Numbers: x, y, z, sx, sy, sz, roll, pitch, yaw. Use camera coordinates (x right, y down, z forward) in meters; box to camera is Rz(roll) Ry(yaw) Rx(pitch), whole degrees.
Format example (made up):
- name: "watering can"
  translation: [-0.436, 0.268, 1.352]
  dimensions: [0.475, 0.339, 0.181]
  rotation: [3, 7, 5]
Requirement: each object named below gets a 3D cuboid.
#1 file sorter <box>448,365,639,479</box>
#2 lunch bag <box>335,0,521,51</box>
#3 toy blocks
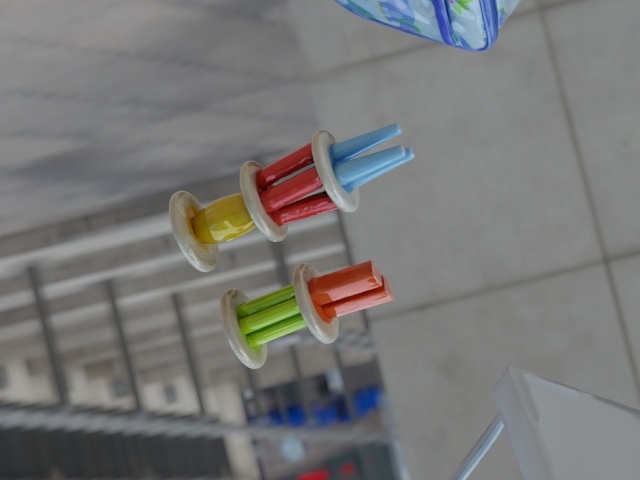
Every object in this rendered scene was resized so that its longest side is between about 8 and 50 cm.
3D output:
- name: "file sorter"
  translation: [0.160, 0.235, 0.966]
  dimensions: [0.193, 0.277, 0.173]
  rotation: [20, 120, -25]
- name: "lunch bag"
  translation: [0.067, -0.246, 1.437]
  dimensions: [0.176, 0.090, 0.219]
  rotation: [23, 151, 26]
- name: "toy blocks"
  translation: [0.000, 0.000, 1.169]
  dimensions: [0.148, 0.123, 0.054]
  rotation: [-22, -166, 19]
